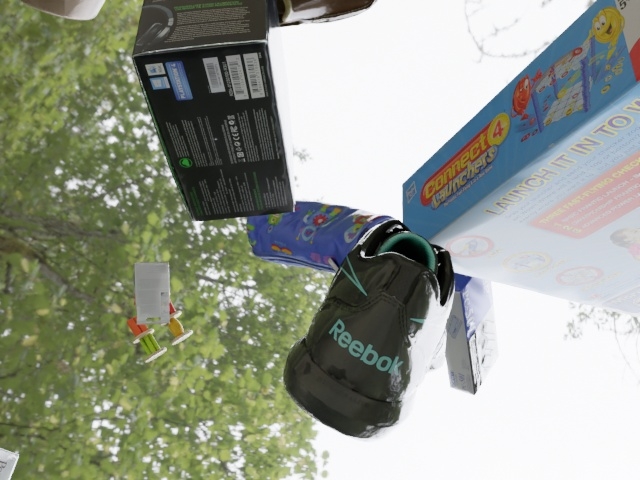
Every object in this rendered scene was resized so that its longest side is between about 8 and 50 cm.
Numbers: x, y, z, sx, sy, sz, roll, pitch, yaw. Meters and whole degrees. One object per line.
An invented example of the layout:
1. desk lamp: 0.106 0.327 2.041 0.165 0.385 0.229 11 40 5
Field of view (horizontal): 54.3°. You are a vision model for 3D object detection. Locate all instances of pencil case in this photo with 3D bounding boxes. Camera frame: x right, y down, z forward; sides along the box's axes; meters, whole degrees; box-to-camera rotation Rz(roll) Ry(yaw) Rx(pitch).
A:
1. pencil case: 0.000 0.000 1.053 0.306 0.119 0.133 13 -132 44

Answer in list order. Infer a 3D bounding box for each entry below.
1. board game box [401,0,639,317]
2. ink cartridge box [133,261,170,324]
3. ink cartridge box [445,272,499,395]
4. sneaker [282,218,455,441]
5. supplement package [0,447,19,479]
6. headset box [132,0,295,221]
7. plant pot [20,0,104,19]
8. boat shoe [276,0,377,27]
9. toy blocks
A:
1. board game box: 0.275 -0.048 0.525 0.308 0.302 0.086 135 -37 -54
2. ink cartridge box: -0.311 0.098 1.151 0.029 0.063 0.115 150 -62 -63
3. ink cartridge box: 0.225 0.127 0.950 0.046 0.207 0.097 11 -140 37
4. sneaker: 0.060 0.042 0.441 0.101 0.267 0.106 27 -76 7
5. supplement package: -0.419 0.295 0.526 0.204 0.145 0.261 -14 -129 30
6. headset box: -0.110 -0.210 0.741 0.131 0.246 0.283 -5 -127 1
7. plant pot: -0.436 -0.517 1.078 0.263 0.263 0.229 43 -58 33
8. boat shoe: -0.039 -0.359 0.942 0.258 0.095 0.095 -2 -139 9
9. toy blocks: -0.366 0.170 1.357 0.123 0.054 0.148 -33 -99 1
